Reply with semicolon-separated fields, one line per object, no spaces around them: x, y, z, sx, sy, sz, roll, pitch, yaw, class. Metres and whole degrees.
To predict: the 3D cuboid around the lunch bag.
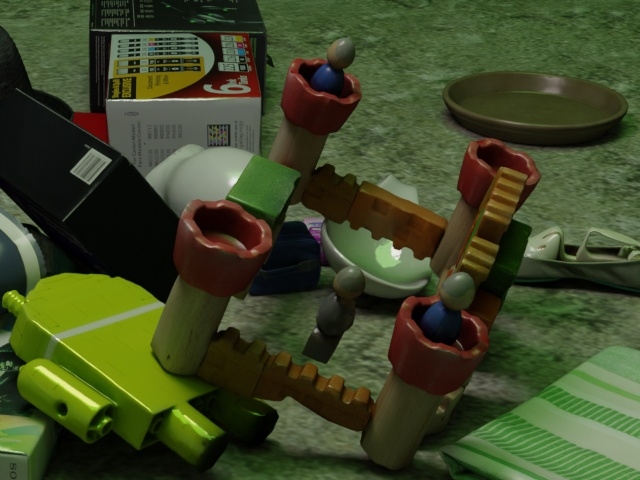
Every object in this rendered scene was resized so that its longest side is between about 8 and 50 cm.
-0.050;0.020;1.842;0.098;0.067;0.065;-7;23;-17;lunch bag

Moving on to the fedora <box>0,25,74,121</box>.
-0.502;-0.219;2.241;0.334;0.153;0.334;-1;24;0;fedora

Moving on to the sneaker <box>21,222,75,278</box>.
-0.336;0.004;1.864;0.166;0.065;0.076;19;22;29;sneaker

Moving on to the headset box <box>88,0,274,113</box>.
-0.212;-0.291;2.497;0.283;0.131;0.246;-1;22;-8;headset box

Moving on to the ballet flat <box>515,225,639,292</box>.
0.292;0.014;1.893;0.213;0.068;0.072;6;22;9;ballet flat

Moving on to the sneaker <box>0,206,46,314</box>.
-0.425;-0.011;1.659;0.319;0.112;0.131;24;34;35;sneaker

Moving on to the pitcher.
-0.148;-0.040;1.938;0.177;0.125;0.207;-33;26;-23;pitcher

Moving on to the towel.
0.293;0.186;1.519;0.248;0.038;0.325;18;27;35;towel

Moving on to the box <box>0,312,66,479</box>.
-0.345;0.137;1.541;0.232;0.058;0.322;4;23;4;box

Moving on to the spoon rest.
0.070;-0.013;1.893;0.137;0.084;0.276;27;21;-4;spoon rest

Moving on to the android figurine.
-0.177;0.114;1.521;0.273;0.056;0.248;32;24;21;android figurine

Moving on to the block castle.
0.046;-0.010;1.605;0.303;0.213;0.453;25;29;2;block castle

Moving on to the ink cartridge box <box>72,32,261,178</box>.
-0.222;-0.182;2.235;0.271;0.130;0.309;-2;23;-6;ink cartridge box

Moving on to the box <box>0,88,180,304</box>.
-0.258;-0.042;1.802;0.103;0.184;0.261;-50;40;-9;box

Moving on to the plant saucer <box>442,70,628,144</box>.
0.321;-0.199;2.450;0.277;0.041;0.278;2;23;-1;plant saucer

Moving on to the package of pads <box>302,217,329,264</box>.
0.000;0.000;1.944;0.050;0.032;0.083;1;22;3;package of pads
